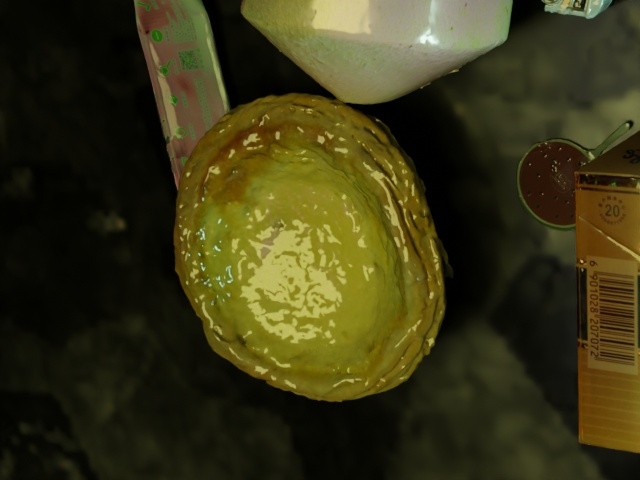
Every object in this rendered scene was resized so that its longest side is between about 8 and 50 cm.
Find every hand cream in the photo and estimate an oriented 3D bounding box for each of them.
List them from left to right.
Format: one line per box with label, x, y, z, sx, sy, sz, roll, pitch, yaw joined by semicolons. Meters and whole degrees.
hand cream;-0.129;-0.164;1.817;0.079;0.050;0.275;12;121;54

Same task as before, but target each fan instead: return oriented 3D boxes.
fan;0.224;-0.062;1.657;0.085;0.005;0.133;51;125;7

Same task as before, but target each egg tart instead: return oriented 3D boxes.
egg tart;0.000;0.000;1.746;0.294;0.123;0.294;9;110;24

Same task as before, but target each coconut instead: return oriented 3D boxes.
coconut;0.050;-0.235;1.584;0.233;0.233;0.245;20;109;24

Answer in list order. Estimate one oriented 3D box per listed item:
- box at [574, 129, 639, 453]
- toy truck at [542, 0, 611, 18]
box;0.268;0.038;1.576;0.070;0.152;0.237;9;111;30
toy truck;0.225;-0.244;1.566;0.063;0.052;0.123;18;114;18
